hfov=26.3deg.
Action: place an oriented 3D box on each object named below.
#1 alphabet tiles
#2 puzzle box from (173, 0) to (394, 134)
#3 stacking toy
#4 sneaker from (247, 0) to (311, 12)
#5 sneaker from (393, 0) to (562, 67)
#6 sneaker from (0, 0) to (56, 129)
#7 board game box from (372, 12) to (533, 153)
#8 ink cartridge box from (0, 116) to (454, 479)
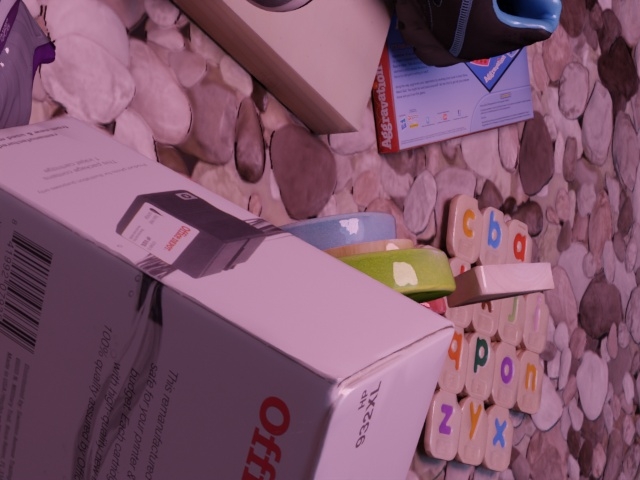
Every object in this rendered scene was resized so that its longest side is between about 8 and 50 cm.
[{"bbox_3d":[0.168,0.101,1.465,0.284,0.021,0.278,21,73,-51],"label":"alphabet tiles"},{"bbox_3d":[-0.004,-0.336,1.229,0.272,0.052,0.409,40,58,-44],"label":"puzzle box"},{"bbox_3d":[0.000,0.000,1.051,0.309,0.279,0.130,1,77,-52],"label":"stacking toy"},{"bbox_3d":[-0.114,-0.288,0.952,0.295,0.124,0.178,58,28,5],"label":"sneaker"},{"bbox_3d":[0.094,-0.285,1.199,0.341,0.140,0.125,42,59,-43],"label":"sneaker"},{"bbox_3d":[-0.231,-0.067,0.899,0.098,0.083,0.223,51,52,-50],"label":"sneaker"},{"bbox_3d":[0.140,-0.181,1.435,0.281,0.027,0.145,-17,104,-52],"label":"board game box"},{"bbox_3d":[-0.101,0.090,0.823,0.129,0.307,0.223,-21,133,-52],"label":"ink cartridge box"}]
